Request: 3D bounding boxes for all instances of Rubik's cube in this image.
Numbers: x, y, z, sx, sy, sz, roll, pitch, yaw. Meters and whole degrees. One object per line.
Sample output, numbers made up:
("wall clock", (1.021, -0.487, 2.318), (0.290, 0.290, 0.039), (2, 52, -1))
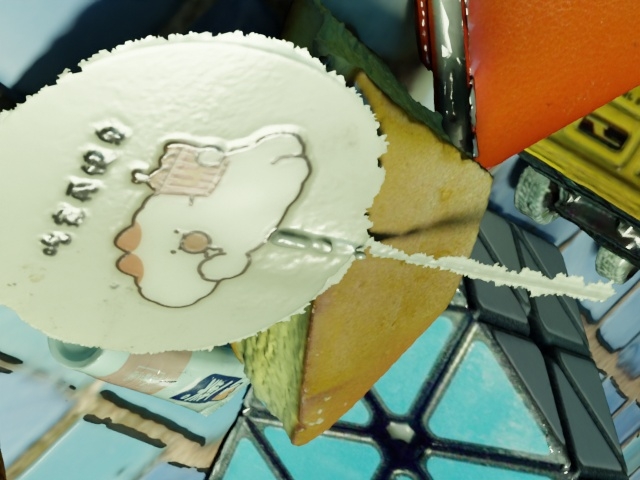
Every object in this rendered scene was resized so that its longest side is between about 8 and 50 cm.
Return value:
("Rubik's cube", (0.075, 0.091, 1.015), (0.228, 0.233, 0.228), (12, 174, -18))

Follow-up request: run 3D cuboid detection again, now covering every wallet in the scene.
("wallet", (0.137, -0.130, 0.853), (0.204, 0.045, 0.142), (-29, 131, -27))

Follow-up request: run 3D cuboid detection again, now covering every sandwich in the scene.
("sandwich", (0.013, -0.014, 0.827), (0.096, 0.094, 0.258), (-23, 146, -31))

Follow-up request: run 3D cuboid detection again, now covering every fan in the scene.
("fan", (0.000, 0.001, 0.752), (0.329, 0.009, 0.191), (13, 129, -27))

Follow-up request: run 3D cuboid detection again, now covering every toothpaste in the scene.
("toothpaste", (-0.080, 0.065, 0.884), (0.056, 0.036, 0.205), (-32, 159, 10))

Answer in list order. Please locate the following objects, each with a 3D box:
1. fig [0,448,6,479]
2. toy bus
("fig", (-0.203, 0.106, 0.669), (0.148, 0.202, 0.149), (-47, -165, 44))
("toy bus", (0.223, -0.029, 1.076), (0.123, 0.121, 0.335), (-59, 153, 2))
